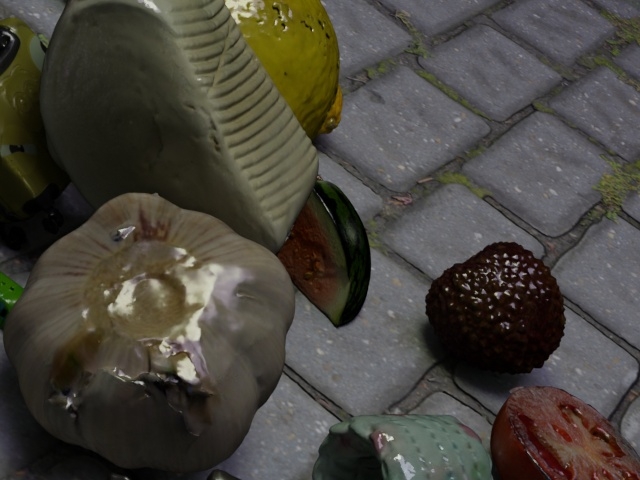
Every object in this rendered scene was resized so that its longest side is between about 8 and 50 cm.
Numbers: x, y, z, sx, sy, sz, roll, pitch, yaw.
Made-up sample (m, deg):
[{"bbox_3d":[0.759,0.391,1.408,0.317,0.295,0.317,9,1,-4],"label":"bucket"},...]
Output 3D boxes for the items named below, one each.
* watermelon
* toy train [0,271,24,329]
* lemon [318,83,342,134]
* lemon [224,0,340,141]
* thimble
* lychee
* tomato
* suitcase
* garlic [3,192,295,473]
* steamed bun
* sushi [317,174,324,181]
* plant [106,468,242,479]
[{"bbox_3d":[0.021,-0.002,2.093,0.137,0.145,0.193,16,33,-14],"label":"watermelon"},{"bbox_3d":[-0.395,0.040,1.779,0.209,0.042,0.044,34,32,8],"label":"toy train"},{"bbox_3d":[-0.024,-0.219,2.400,0.114,0.114,0.155,-1,43,-41],"label":"lemon"},{"bbox_3d":[-0.156,-0.250,2.125,0.350,0.350,0.387,2,37,-38],"label":"lemon"},{"bbox_3d":[0.091,0.292,1.697,0.149,0.185,0.211,5,73,-32],"label":"thimble"},{"bbox_3d":[0.240,0.098,2.111,0.188,0.188,0.188,21,32,-14],"label":"lychee"},{"bbox_3d":[0.307,0.283,1.970,0.225,0.085,0.225,24,28,-14],"label":"tomato"},{"bbox_3d":[-0.383,-0.131,1.888,0.235,0.143,0.194,54,38,-21],"label":"suitcase"},{"bbox_3d":[-0.182,0.099,1.682,0.322,0.241,0.322,20,46,-22],"label":"garlic"},{"bbox_3d":[-0.185,-0.149,1.845,0.383,0.236,0.247,60,28,-24],"label":"steamed bun"},{"bbox_3d":[-0.020,-0.074,2.256,0.099,0.047,0.050,37,73,-10],"label":"sushi"},{"bbox_3d":[-0.110,0.321,1.464,0.276,0.188,0.199,16,32,-22],"label":"plant"}]
